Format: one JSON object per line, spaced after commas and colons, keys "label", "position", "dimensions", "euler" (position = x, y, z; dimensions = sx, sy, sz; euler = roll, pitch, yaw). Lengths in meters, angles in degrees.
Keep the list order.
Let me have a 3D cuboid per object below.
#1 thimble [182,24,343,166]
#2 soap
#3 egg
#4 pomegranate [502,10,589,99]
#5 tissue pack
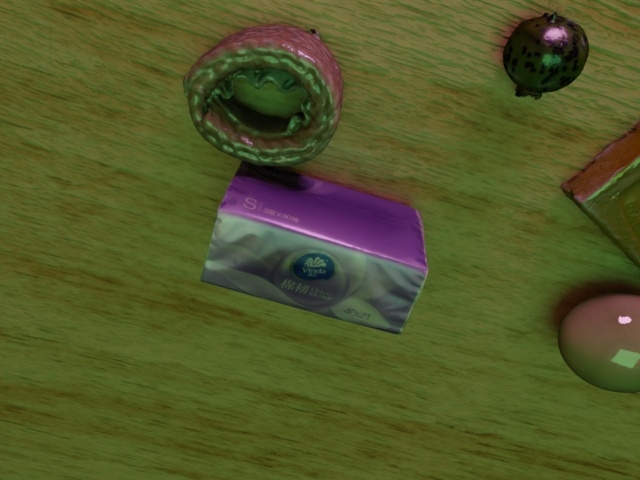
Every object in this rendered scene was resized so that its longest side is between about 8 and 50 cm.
{"label": "thimble", "position": [-0.080, -0.225, 0.857], "dimensions": [0.229, 0.148, 0.196], "euler": [-5, 121, 8]}
{"label": "soap", "position": [0.600, -0.045, 0.954], "dimensions": [0.315, 0.091, 0.199], "euler": [40, 115, -17]}
{"label": "egg", "position": [0.570, 0.188, 1.028], "dimensions": [0.241, 0.186, 0.186], "euler": [-2, 119, -6]}
{"label": "pomegranate", "position": [0.335, -0.268, 0.837], "dimensions": [0.122, 0.122, 0.161], "euler": [0, 148, 3]}
{"label": "tissue pack", "position": [0.000, 0.000, 0.920], "dimensions": [0.338, 0.242, 0.160], "euler": [15, 118, -6]}
